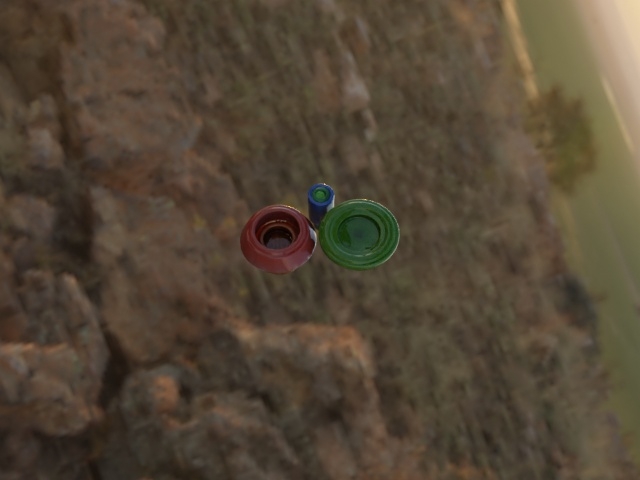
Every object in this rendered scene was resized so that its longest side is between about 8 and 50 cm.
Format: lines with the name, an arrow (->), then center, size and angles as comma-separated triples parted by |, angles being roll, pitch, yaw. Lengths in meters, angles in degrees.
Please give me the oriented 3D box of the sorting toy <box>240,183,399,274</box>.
sorting toy -> 0.000, 0.000, 0.927 | 0.042, 0.102, 0.061 | 86, 7, -59
